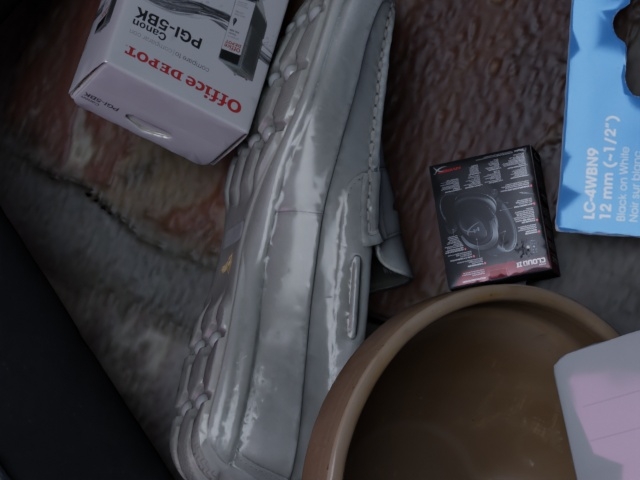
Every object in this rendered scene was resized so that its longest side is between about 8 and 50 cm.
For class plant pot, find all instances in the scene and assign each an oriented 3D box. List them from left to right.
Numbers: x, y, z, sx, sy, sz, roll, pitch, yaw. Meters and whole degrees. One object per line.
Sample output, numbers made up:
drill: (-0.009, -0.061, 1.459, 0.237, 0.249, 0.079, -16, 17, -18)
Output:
plant pot: (0.075, 0.145, 0.999, 0.109, 0.237, 0.237, -14, 71, 57)

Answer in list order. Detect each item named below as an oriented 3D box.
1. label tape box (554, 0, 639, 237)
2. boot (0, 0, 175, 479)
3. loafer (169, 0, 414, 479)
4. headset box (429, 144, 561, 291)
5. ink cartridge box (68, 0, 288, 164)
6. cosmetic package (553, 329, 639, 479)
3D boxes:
label tape box: (0.301, -0.119, 0.985, 0.347, 0.115, 0.249, 4, 83, 11)
boot: (-0.188, 0.001, 1.097, 0.367, 0.146, 0.445, -28, 82, -24)
loafer: (0.000, 0.000, 1.088, 0.111, 0.112, 0.319, 17, 79, -17)
headset box: (0.101, -0.007, 1.084, 0.062, 0.032, 0.083, -13, 77, 15)
ink cartridge box: (-0.077, -0.128, 1.104, 0.099, 0.056, 0.135, 25, 61, -21)
cosmetic package: (0.271, 0.213, 0.889, 0.217, 0.156, 0.385, -25, 69, 40)
